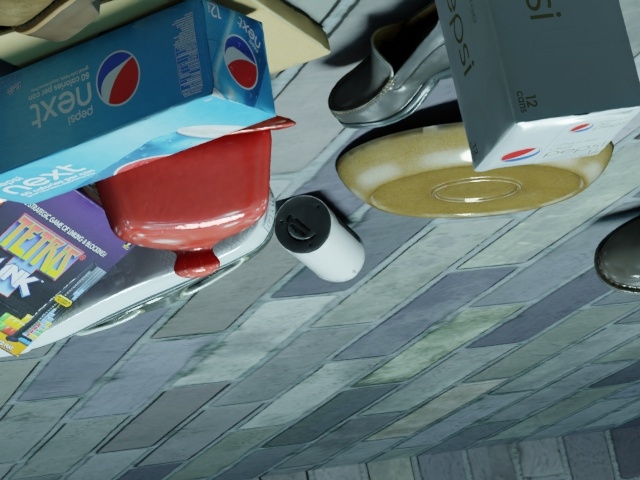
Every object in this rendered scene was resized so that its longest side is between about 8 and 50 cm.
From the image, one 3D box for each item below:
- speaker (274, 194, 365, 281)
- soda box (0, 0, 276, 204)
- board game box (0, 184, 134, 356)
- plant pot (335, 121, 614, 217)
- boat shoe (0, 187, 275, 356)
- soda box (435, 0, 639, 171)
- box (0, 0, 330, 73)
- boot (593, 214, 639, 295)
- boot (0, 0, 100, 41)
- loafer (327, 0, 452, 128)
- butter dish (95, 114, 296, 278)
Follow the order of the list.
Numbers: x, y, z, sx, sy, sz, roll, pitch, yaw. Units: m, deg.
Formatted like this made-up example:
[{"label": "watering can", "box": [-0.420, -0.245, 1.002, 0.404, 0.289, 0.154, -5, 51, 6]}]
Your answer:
[{"label": "speaker", "box": [0.000, 0.000, 1.731, 0.055, 0.055, 0.136, -14, 164, 11]}, {"label": "soda box", "box": [-0.135, -0.085, 1.212, 0.210, 0.067, 0.071, -17, 163, 31]}, {"label": "board game box", "box": [-0.232, 0.004, 1.428, 0.141, 0.048, 0.170, -42, 151, 4]}, {"label": "plant pot", "box": [0.132, -0.055, 1.609, 0.236, 0.032, 0.236, -4, 167, -1]}, {"label": "boat shoe", "box": [-0.190, 0.031, 1.578, 0.335, 0.121, 0.119, -15, 161, 5]}, {"label": "soda box", "box": [0.093, -0.149, 0.935, 0.069, 0.216, 0.074, -9, 165, -14]}, {"label": "box", "box": [-0.106, -0.131, 1.236, 0.164, 0.021, 0.201, -16, 165, 20]}, {"label": "boot", "box": [0.370, -0.039, 1.835, 0.263, 0.091, 0.229, -20, 158, 15]}, {"label": "boot", "box": [-0.131, -0.178, 0.905, 0.115, 0.112, 0.305, 9, 159, -27]}, {"label": "loafer", "box": [0.058, -0.130, 1.313, 0.061, 0.062, 0.170, 27, 141, -32]}, {"label": "butter dish", "box": [-0.098, -0.031, 1.375, 0.160, 0.118, 0.160, -9, -176, -10]}]
